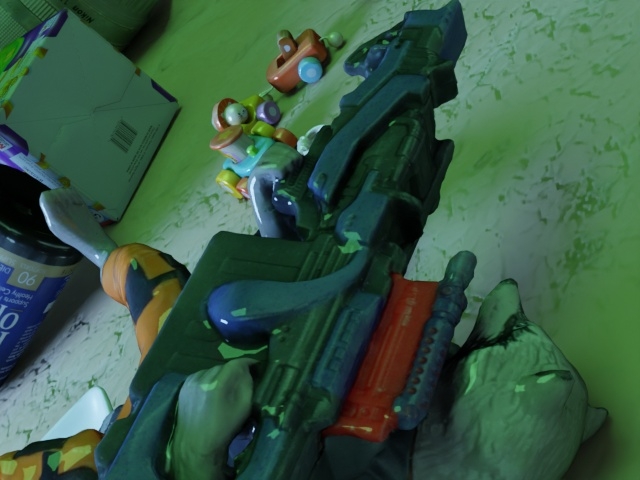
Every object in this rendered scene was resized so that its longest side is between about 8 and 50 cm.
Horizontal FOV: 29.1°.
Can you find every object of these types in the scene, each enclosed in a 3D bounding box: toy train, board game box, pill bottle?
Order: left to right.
[{"bbox_3d":[-0.291,0.054,1.006,0.219,0.123,0.123,-56,25,17],"label":"pill bottle"},{"bbox_3d":[-0.290,-0.086,1.178,0.275,0.142,0.144,-17,42,47],"label":"board game box"},{"bbox_3d":[-0.040,-0.104,0.939,0.125,0.046,0.166,-37,29,23],"label":"toy train"}]

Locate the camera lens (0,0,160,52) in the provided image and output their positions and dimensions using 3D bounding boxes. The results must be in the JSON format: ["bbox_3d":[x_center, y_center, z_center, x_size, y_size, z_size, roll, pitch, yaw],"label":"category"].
[{"bbox_3d":[-0.340,-0.254,1.386,0.274,0.219,0.219,-40,28,17],"label":"camera lens"}]

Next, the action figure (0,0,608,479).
[{"bbox_3d":[-0.017,0.048,0.593,0.330,0.178,0.341,5,48,37],"label":"action figure"}]

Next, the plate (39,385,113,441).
[{"bbox_3d":[-0.183,0.249,0.699,0.278,0.045,0.277,-47,28,2],"label":"plate"}]

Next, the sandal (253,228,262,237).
[{"bbox_3d":[0.000,0.000,0.766,0.067,0.040,0.179,-51,12,-15],"label":"sandal"}]
